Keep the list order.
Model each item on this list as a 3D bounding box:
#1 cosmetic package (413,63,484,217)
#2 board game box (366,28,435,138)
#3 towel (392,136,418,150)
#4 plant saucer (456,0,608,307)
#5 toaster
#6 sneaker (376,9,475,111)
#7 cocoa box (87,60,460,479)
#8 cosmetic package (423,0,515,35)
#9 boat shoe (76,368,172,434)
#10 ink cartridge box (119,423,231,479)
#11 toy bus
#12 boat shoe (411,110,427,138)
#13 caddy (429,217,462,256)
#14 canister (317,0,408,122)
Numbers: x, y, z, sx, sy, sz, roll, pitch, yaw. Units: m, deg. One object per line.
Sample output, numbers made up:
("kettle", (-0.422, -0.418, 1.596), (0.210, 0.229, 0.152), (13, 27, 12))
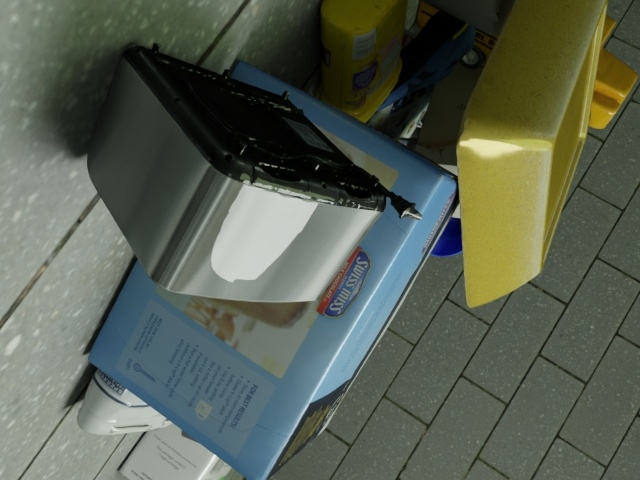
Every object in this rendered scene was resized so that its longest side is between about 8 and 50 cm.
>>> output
("cosmetic package", (0.254, -0.183, 1.107), (0.113, 0.160, 0.309), (80, 24, -48))
("board game box", (0.119, -0.222, 1.123), (0.192, 0.053, 0.305), (-59, 167, 10))
("towel", (0.059, -0.098, 1.075), (0.209, 0.034, 0.285), (-39, 173, 22))
("plant saucer", (0.253, -0.123, 0.789), (0.332, 0.081, 0.332), (-63, 154, -27))
("toaster", (-0.056, -0.043, 0.504), (0.168, 0.185, 0.110), (7, 123, -47))
("sneaker", (0.133, -0.229, 0.935), (0.209, 0.069, 0.082), (-41, 143, -8))
("cocoa box", (-0.034, 0.030, 0.731), (0.347, 0.232, 0.228), (-61, 165, 10))
("cosmetic package", (0.235, -0.449, 0.785), (0.365, 0.155, 0.197), (-59, 171, 7))
("boat shoe", (-0.201, 0.183, 0.824), (0.084, 0.095, 0.258), (-55, 157, 3))
("ink cartridge box", (-0.168, 0.284, 1.096), (0.272, 0.115, 0.198), (-55, 167, -13))
("toy bus", (0.316, -0.307, 1.028), (0.108, 0.333, 0.130), (-52, 167, -26))
("boat shoe", (0.164, -0.158, 1.319), (0.335, 0.112, 0.095), (-60, 172, 24))
("caddy", (0.265, -0.106, 1.539), (0.179, 0.241, 0.341), (-57, 169, -37))
("canister", (0.050, -0.230, 0.800), (0.126, 0.073, 0.170), (-53, 165, -21))
